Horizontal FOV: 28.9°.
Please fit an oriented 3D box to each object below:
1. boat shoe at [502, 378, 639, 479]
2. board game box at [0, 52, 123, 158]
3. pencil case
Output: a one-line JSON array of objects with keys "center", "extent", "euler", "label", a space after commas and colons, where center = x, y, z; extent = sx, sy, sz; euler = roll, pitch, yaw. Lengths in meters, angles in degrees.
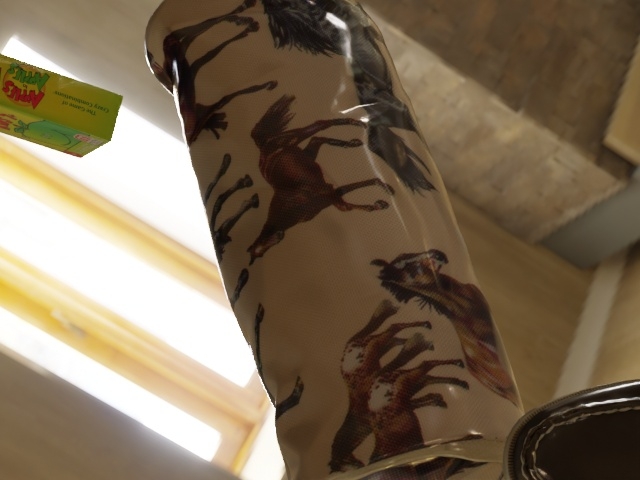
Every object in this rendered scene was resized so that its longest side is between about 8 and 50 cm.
[{"center": [0.195, 0.099, 0.538], "extent": [0.068, 0.228, 0.081], "euler": [67, 26, -79], "label": "boat shoe"}, {"center": [-0.264, -0.120, 1.020], "extent": [0.092, 0.181, 0.043], "euler": [-11, -116, 64], "label": "board game box"}, {"center": [0.000, 0.000, 0.823], "extent": [0.183, 0.160, 0.410], "euler": [-46, -128, 40], "label": "pencil case"}]
